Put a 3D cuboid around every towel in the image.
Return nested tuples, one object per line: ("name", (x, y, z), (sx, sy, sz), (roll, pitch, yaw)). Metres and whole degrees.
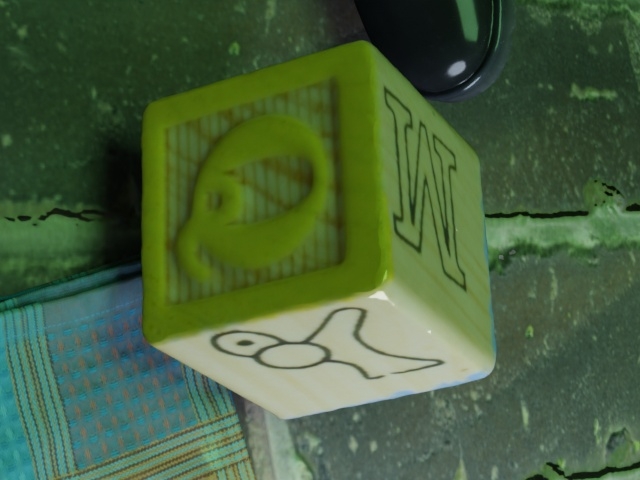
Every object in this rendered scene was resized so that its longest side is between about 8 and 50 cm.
("towel", (-0.134, 0.202, 1.240), (0.271, 0.040, 0.370), (-19, 93, -48))

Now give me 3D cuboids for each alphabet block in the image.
("alphabet block", (0.000, 0.000, 1.290), (0.197, 0.192, 0.193), (39, 41, -56))

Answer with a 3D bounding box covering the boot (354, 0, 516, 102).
("boot", (-0.049, -0.307, 1.399), (0.445, 0.146, 0.367), (9, 62, -50))
